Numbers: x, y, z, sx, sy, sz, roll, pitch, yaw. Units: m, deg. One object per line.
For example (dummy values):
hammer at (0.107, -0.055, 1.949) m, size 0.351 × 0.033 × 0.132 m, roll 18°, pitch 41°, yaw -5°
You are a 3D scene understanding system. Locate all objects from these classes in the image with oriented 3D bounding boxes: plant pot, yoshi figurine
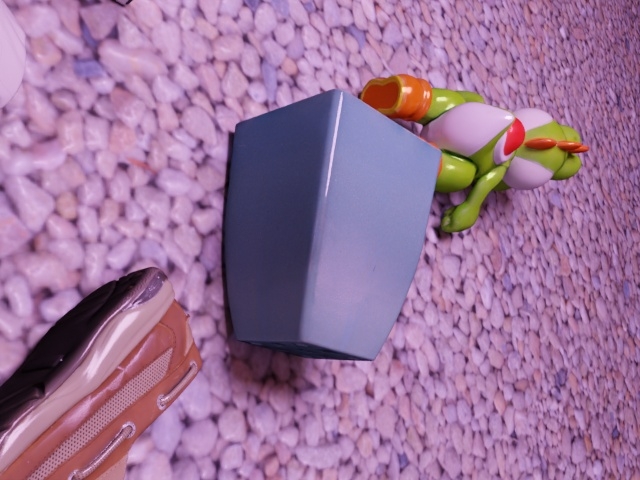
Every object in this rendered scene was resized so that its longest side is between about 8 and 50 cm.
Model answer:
plant pot at (0.000, 0.000, 0.705) m, size 0.165 × 0.165 × 0.234 m, roll 23°, pitch 70°, yaw -40°
yoshi figurine at (0.216, -0.130, 0.992) m, size 0.362 × 0.204 × 0.203 m, roll 3°, pitch 35°, yaw -31°

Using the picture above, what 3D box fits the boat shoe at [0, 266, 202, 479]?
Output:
boat shoe at (-0.191, 0.154, 0.484) m, size 0.120 × 0.122 × 0.324 m, roll 58°, pitch 46°, yaw -20°

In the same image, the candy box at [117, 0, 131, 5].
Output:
candy box at (-0.185, -0.307, 0.574) m, size 0.164 × 0.196 × 0.070 m, roll 19°, pitch 64°, yaw -42°

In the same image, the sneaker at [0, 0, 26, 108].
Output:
sneaker at (-0.315, -0.215, 0.492) m, size 0.108 × 0.169 × 0.293 m, roll -29°, pitch 67°, yaw -9°
